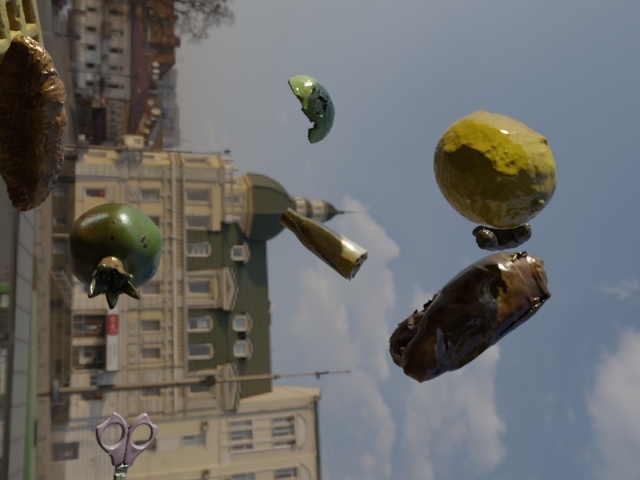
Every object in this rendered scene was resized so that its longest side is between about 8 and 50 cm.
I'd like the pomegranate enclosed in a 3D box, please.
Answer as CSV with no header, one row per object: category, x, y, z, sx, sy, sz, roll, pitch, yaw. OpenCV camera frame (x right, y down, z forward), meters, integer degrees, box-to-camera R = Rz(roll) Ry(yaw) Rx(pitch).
pomegranate,-0.389,0.032,1.127,0.224,0.181,0.181,-116,-147,-60

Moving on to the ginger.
ginger,0.330,0.172,1.373,0.176,0.418,0.254,52,-11,0

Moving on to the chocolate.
chocolate,0.000,0.000,1.358,0.219,0.085,0.086,34,-46,15

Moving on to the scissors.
scissors,-0.358,0.414,1.069,0.021,0.110,0.212,7,-92,59

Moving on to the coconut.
coconut,-0.011,-0.315,1.379,0.055,0.133,0.158,-13,-68,47

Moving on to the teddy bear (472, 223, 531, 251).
teddy bear,0.553,-0.061,1.841,0.177,0.140,0.190,-22,-111,24

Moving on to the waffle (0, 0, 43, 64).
waffle,-0.505,-0.283,0.936,0.248,0.055,0.221,-88,-179,-58

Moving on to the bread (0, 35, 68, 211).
bread,-0.397,-0.157,0.814,0.076,0.105,0.233,-70,169,-75

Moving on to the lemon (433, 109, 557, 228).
lemon,0.358,-0.148,1.246,0.288,0.233,0.233,55,-38,36
